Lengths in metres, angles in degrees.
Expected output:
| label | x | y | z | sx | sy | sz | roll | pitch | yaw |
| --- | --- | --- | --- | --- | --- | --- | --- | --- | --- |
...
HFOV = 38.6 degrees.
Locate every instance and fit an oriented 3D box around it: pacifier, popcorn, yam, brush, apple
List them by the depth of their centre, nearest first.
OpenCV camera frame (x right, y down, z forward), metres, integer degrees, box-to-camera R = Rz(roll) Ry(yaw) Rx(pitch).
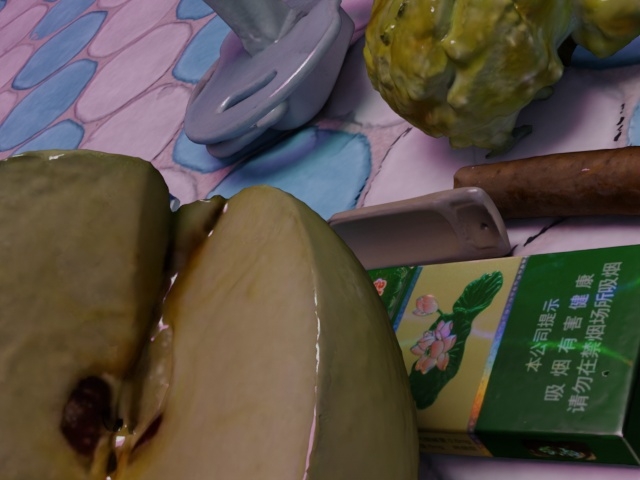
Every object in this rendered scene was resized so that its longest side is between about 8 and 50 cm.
| label | x | y | z | sx | sy | sz | roll | pitch | yaw |
| --- | --- | --- | --- | --- | --- | --- | --- | --- | --- |
| apple | -0.088 | 0.105 | 0.486 | 0.295 | 0.233 | 0.257 | 6 | 70 | 18 |
| yam | 0.196 | -0.037 | 0.576 | 0.264 | 0.046 | 0.046 | -2 | 48 | 46 |
| popcorn | 0.137 | -0.163 | 0.692 | 0.213 | 0.197 | 0.198 | -6 | 39 | 5 |
| brush | 0.000 | 0.000 | 0.719 | 0.321 | 0.060 | 0.050 | -9 | 32 | 39 |
| pacifier | -0.085 | -0.234 | 0.927 | 0.244 | 0.233 | 0.299 | -20 | 36 | 33 |

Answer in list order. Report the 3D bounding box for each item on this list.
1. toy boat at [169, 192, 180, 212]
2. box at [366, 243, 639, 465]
| label | x | y | z | sx | sy | sz | roll | pitch | yaw |
| --- | --- | --- | --- | --- | --- | --- | --- | --- | --- |
| toy boat | -0.223 | 0.081 | 0.831 | 0.129 | 0.088 | 0.295 | -7 | 55 | 40 |
| box | 0.090 | 0.069 | 0.562 | 0.235 | 0.034 | 0.132 | -7 | 45 | 41 |
